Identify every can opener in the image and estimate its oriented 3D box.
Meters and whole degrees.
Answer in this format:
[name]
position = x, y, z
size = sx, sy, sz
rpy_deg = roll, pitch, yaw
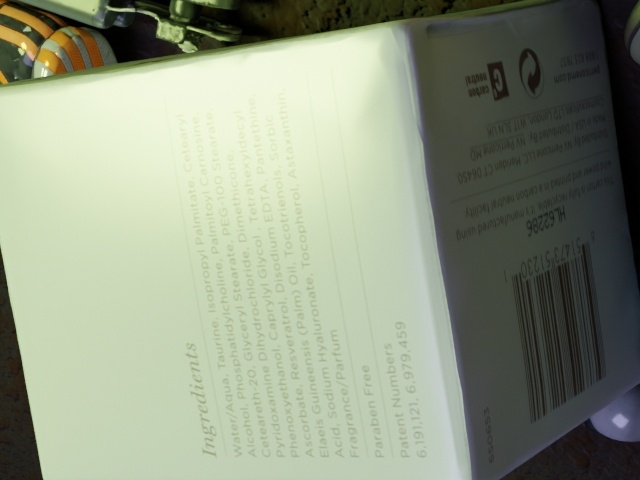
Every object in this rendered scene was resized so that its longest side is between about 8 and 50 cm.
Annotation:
[can opener]
position = -0.194, -0.236, 1.435
size = 0.280, 0.074, 0.093
rpy_deg = 16, 102, 18

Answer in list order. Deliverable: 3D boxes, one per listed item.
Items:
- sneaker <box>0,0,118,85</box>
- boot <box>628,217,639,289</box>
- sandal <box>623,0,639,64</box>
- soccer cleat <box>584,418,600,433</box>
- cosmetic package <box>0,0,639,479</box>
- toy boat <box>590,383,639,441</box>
[sneaker]
position = -0.273, -0.120, 1.567
size = 0.180, 0.124, 0.321
rpy_deg = 29, 145, 27
[boot]
position = 0.282, 0.035, 1.397
size = 0.121, 0.045, 0.099
rpy_deg = 28, 138, 16
[sandal]
position = 0.320, -0.198, 1.078
size = 0.086, 0.120, 0.303
rpy_deg = 63, 153, 18
[soccer cleat]
position = 0.238, 0.112, 1.498
size = 0.072, 0.060, 0.179
rpy_deg = 9, 137, 52
[cosmetic package]
position = 0.000, 0.000, 1.236
size = 0.394, 0.329, 0.327
rpy_deg = -5, 98, 33
[toy boat]
position = 0.338, 0.108, 1.268
size = 0.148, 0.267, 0.318
rpy_deg = -1, 161, -14
